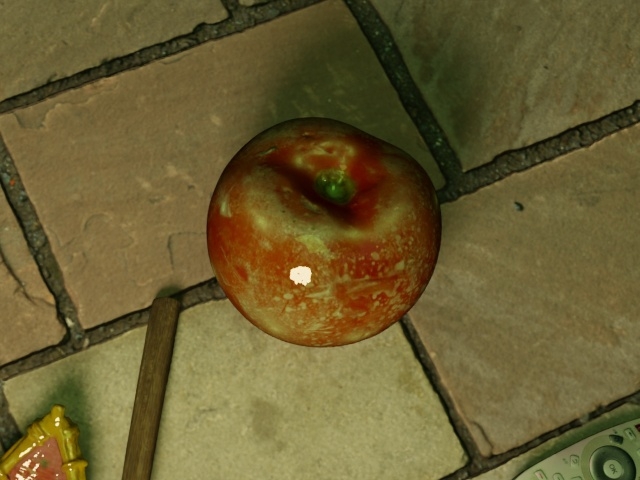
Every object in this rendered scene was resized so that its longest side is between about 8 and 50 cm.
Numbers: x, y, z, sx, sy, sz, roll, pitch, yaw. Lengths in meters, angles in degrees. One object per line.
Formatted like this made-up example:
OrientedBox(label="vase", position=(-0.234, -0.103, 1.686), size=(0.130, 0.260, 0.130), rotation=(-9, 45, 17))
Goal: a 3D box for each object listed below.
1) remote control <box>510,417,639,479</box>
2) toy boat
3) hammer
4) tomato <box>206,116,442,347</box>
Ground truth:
OrientedBox(label="remote control", position=(0.319, 0.276, 1.632), size=(0.256, 0.045, 0.097), rotation=(-19, 70, -16))
OrientedBox(label="toy boat", position=(-0.336, 0.332, 1.518), size=(0.141, 0.099, 0.318), rotation=(20, 63, 5))
OrientedBox(label="hammer", position=(-0.199, 0.230, 1.596), size=(0.111, 0.043, 0.365), rotation=(-2, 61, 15))
OrientedBox(label="tomato", position=(0.000, 0.000, 1.628), size=(0.270, 0.222, 0.270), rotation=(7, 46, -7))
